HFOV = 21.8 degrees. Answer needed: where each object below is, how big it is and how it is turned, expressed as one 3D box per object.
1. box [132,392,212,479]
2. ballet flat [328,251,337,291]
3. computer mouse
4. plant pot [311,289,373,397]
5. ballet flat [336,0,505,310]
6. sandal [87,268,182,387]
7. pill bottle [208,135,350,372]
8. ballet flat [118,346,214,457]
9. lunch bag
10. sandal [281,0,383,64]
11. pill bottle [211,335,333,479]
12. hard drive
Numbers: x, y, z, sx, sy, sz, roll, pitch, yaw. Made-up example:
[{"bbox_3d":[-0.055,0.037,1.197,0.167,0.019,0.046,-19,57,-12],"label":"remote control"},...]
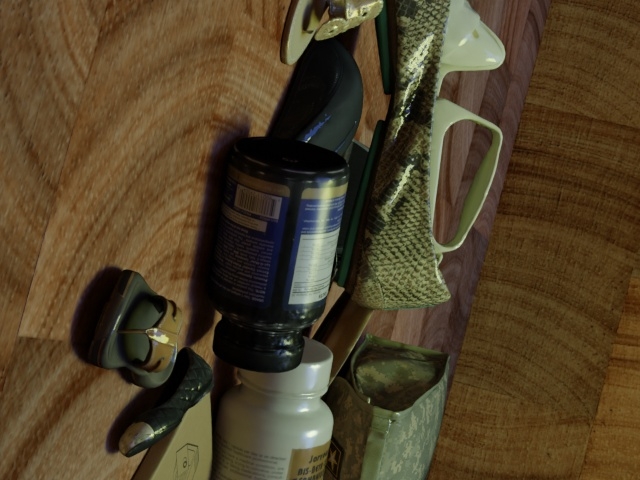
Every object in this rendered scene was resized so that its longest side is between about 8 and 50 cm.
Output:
[{"bbox_3d":[-0.157,0.257,1.696,0.201,0.021,0.164,-61,161,-47],"label":"box"},{"bbox_3d":[0.000,0.000,2.008,0.250,0.058,0.084,87,20,-51],"label":"ballet flat"},{"bbox_3d":[-0.006,-0.103,1.838,0.188,0.072,0.272,79,28,-61],"label":"computer mouse"},{"bbox_3d":[0.009,0.135,2.096,0.236,0.032,0.236,-57,-177,5],"label":"plant pot"},{"bbox_3d":[0.127,-0.154,1.975,0.164,0.182,0.483,-86,-179,-86],"label":"ballet flat"},{"bbox_3d":[-0.148,0.087,1.451,0.219,0.060,0.090,69,37,-69],"label":"sandal"},{"bbox_3d":[-0.047,0.015,1.674,0.123,0.122,0.219,-41,144,-69],"label":"pill bottle"},{"bbox_3d":[-0.153,0.156,1.580,0.057,0.049,0.173,-34,-174,27],"label":"ballet flat"},{"bbox_3d":[0.081,0.301,2.452,0.287,0.168,0.235,-53,154,-71],"label":"lunch bag"},{"bbox_3d":[0.034,-0.274,1.805,0.088,0.079,0.240,91,19,-47],"label":"sandal"},{"bbox_3d":[-0.055,0.225,1.849,0.131,0.131,0.229,-37,140,-70],"label":"pill bottle"},{"bbox_3d":[0.056,-0.029,2.228,0.255,0.054,0.172,53,52,-74],"label":"hard drive"}]
